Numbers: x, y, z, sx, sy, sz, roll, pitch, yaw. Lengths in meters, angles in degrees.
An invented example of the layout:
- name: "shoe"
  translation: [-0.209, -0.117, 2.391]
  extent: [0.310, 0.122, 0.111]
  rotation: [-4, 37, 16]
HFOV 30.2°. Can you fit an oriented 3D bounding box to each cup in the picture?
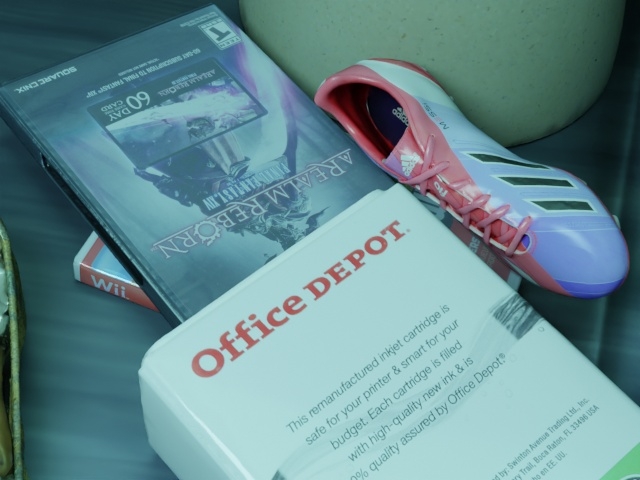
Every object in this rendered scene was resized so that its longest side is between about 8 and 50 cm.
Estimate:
- name: "cup"
  translation: [0.107, -0.272, 0.948]
  extent: [0.331, 0.237, 0.331]
  rotation: [4, 50, -5]

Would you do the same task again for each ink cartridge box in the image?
- name: "ink cartridge box"
  translation: [0.058, 0.130, 0.668]
  extent: [0.198, 0.114, 0.273]
  rotation: [-35, 66, -24]

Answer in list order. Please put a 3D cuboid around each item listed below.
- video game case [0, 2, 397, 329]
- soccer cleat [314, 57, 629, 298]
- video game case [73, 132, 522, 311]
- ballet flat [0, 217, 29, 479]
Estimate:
- name: "video game case"
  translation: [-0.079, -0.054, 0.843]
  extent: [0.196, 0.026, 0.274]
  rotation: [-28, 59, -28]
- name: "soccer cleat"
  translation: [0.099, -0.041, 0.811]
  extent: [0.095, 0.083, 0.248]
  rotation: [-14, 50, -46]
- name: "video game case"
  translation: [0.000, 0.000, 0.843]
  extent: [0.285, 0.025, 0.204]
  rotation: [20, 51, 8]
- name: "ballet flat"
  translation: [-0.218, 0.104, 0.664]
  extent: [0.123, 0.123, 0.348]
  rotation: [-3, 52, -12]
